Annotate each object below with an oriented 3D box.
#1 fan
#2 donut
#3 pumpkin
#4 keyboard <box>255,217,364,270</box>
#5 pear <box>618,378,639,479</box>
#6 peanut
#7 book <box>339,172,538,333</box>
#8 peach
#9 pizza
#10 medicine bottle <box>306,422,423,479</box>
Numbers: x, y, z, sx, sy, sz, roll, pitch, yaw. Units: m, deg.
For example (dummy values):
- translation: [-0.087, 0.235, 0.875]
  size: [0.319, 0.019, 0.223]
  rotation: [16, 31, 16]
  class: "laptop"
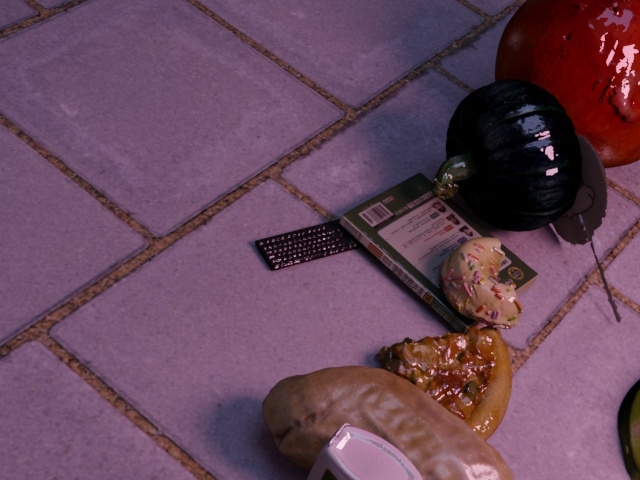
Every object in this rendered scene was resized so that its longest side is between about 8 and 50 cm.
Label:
- translation: [0.424, -0.021, 1.820]
  size: [0.009, 0.191, 0.329]
  rotation: [-8, 73, -22]
  class: "fan"
- translation: [0.235, 0.053, 1.680]
  size: [0.108, 0.065, 0.166]
  rotation: [11, 40, -12]
  class: "donut"
- translation: [0.280, -0.127, 1.805]
  size: [0.248, 0.248, 0.248]
  rotation: [10, 44, -10]
  class: "pumpkin"
- translation: [0.000, 0.000, 1.736]
  size: [0.204, 0.013, 0.061]
  rotation: [-15, 55, -32]
  class: "keyboard"
- translation: [0.639, 0.280, 1.584]
  size: [0.399, 0.165, 0.398]
  rotation: [10, 44, -10]
  class: "pear"
- translation: [0.091, 0.265, 1.409]
  size: [0.340, 0.158, 0.174]
  rotation: [39, 90, 22]
  class: "peanut"
- translation: [0.186, 0.014, 1.770]
  size: [0.264, 0.027, 0.202]
  rotation: [43, 45, 19]
  class: "book"
- translation: [0.479, -0.296, 1.948]
  size: [0.370, 0.370, 0.370]
  rotation: [10, 44, -10]
  class: "peach"
- translation: [0.171, 0.191, 1.578]
  size: [0.197, 0.058, 0.292]
  rotation: [31, 45, 12]
  class: "pizza"
- translation: [0.032, 0.310, 1.293]
  size: [0.115, 0.219, 0.078]
  rotation: [32, 45, 11]
  class: "medicine bottle"
